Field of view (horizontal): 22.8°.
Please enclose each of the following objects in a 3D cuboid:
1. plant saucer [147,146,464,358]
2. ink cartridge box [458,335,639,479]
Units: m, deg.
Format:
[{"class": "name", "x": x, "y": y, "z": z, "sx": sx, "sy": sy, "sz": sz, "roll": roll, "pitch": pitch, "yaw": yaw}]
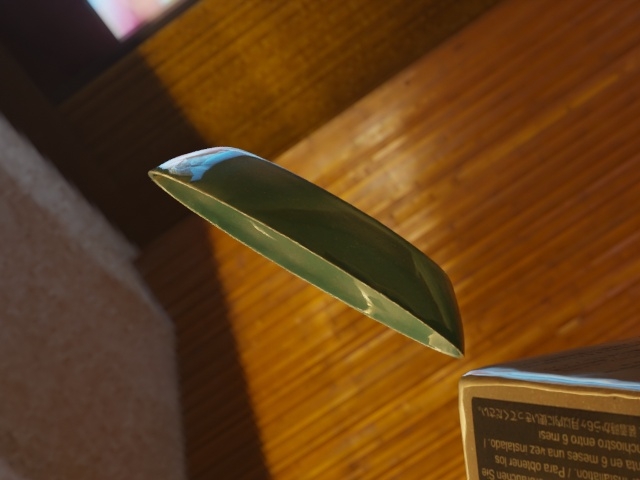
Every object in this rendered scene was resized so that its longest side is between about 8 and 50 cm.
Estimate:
[{"class": "plant saucer", "x": 0.000, "y": 0.000, "z": 0.518, "sx": 0.119, "sy": 0.021, "sz": 0.119, "roll": 31, "pitch": 174, "yaw": 3}, {"class": "ink cartridge box", "x": 0.194, "y": 0.070, "z": 0.502, "sx": 0.193, "sy": 0.234, "sz": 0.088, "roll": 0, "pitch": 96, "yaw": 59}]
